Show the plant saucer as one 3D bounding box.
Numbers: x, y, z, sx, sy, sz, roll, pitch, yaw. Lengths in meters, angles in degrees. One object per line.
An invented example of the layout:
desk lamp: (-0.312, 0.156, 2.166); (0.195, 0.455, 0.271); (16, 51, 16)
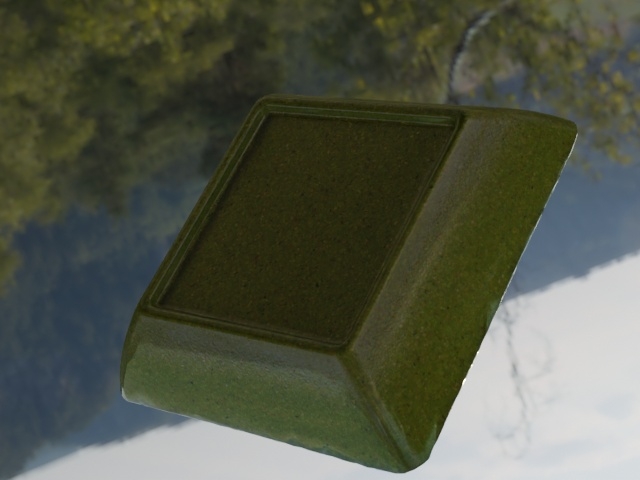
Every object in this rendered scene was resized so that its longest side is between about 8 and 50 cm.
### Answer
plant saucer: (0.000, 0.000, 0.681); (0.188, 0.045, 0.188); (8, -119, 40)
